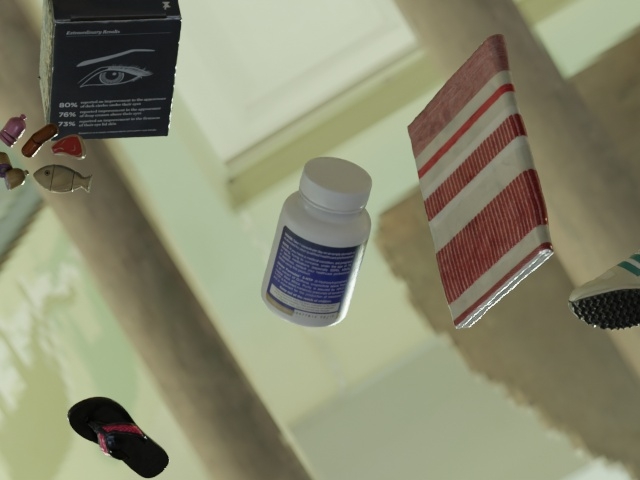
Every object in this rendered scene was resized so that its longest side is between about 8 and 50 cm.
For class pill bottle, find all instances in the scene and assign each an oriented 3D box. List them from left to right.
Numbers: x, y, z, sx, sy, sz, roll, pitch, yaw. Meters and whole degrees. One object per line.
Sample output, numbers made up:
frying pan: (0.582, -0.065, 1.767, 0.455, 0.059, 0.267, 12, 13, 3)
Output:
pill bottle: (0.000, 0.000, 2.315, 0.112, 0.112, 0.187, -56, 164, -58)

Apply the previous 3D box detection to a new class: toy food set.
toy food set: (-0.286, -0.087, 1.916, 0.122, 0.078, 0.019, 1, 177, 12)

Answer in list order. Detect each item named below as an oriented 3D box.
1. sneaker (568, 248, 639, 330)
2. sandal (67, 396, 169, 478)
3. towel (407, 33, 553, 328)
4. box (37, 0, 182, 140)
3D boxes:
sneaker: (0.317, 0.032, 1.868, 0.161, 0.057, 0.075, -17, -139, 14)
sandal: (-0.269, 0.272, 2.628, 0.067, 0.179, 0.040, -43, -147, 7)
towel: (0.214, -0.076, 2.566, 0.037, 0.329, 0.237, 5, 149, -28)
box: (-0.253, -0.226, 2.302, 0.153, 0.207, 0.108, -3, -130, -14)
